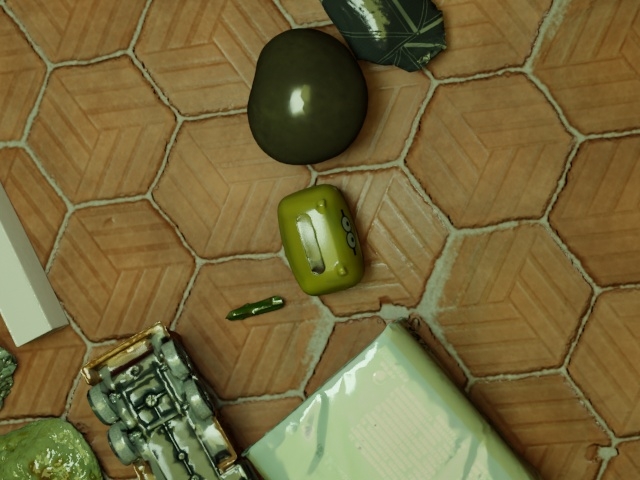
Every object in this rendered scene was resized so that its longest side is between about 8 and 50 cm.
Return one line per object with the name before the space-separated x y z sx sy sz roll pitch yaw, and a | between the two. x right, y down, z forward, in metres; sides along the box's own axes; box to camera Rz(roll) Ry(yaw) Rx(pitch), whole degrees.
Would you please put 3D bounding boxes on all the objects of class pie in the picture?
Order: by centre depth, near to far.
pie | -0.502 0.429 1.789 0.247 0.090 0.201 -23 93 14

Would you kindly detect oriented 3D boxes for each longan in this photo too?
longan | -0.020 -0.228 1.613 0.196 0.196 0.220 10 89 9

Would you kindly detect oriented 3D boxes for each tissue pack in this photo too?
tissue pack | 0.135 0.377 1.613 0.331 0.205 0.405 -41 86 5
tissue pack | 0.000 0.000 1.657 0.123 0.127 0.178 -17 90 12

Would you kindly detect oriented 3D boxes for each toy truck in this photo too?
toy truck | -0.219 0.340 1.663 0.173 0.207 0.388 -30 81 1

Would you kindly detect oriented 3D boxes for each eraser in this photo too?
eraser | -0.552 0.034 1.775 0.076 0.078 0.298 -26 89 10

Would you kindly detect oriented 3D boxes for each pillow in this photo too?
pillow | 0.074 -0.419 1.633 0.161 0.092 0.335 -32 89 6

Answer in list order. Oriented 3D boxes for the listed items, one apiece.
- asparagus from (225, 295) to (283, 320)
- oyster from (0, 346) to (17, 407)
asparagus | -0.114 0.118 1.737 0.108 0.021 0.025 -17 87 11
oyster | -0.641 0.288 1.819 0.252 0.087 0.200 -15 91 22
